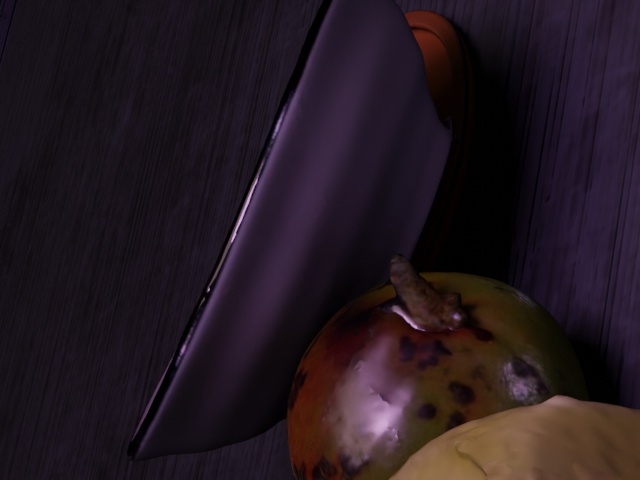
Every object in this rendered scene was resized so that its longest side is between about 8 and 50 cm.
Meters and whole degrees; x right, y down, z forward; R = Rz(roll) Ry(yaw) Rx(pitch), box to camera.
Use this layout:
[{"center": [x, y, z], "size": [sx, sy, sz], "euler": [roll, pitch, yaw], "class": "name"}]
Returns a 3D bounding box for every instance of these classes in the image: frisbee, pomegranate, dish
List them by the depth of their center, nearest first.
[{"center": [0.044, 0.112, 0.811], "size": [0.156, 0.156, 0.220], "euler": [-105, 35, -52], "class": "pomegranate"}, {"center": [0.000, 0.000, 0.936], "size": [0.316, 0.106, 0.316], "euler": [-156, 90, -89], "class": "dish"}, {"center": [0.033, -0.033, 1.101], "size": [0.251, 0.021, 0.250], "euler": [-48, 32, 45], "class": "frisbee"}]

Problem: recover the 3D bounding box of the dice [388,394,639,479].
[{"center": [0.099, 0.173, 0.609], "size": [0.169, 0.169, 0.166], "euler": [-55, 29, 34], "class": "dice"}]
